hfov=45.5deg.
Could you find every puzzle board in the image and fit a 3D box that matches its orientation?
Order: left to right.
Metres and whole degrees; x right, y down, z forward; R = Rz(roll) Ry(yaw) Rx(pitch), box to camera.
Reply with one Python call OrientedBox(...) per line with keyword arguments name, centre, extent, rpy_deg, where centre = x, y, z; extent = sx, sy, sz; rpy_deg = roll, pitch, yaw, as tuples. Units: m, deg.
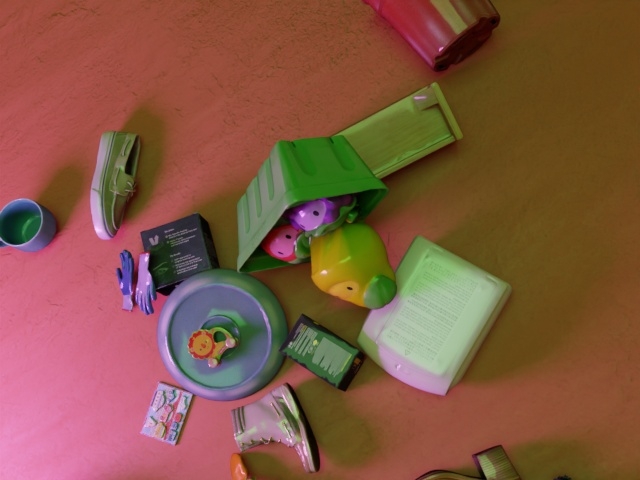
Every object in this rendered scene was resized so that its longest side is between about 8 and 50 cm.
OrientedBox(name="puzzle board", centre=(-0.370, 0.415, 1.832), extent=(0.096, 0.011, 0.128), rpy_deg=(15, 78, 14))

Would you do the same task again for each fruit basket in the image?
OrientedBox(name="fruit basket", centre=(0.000, 0.000, 1.671), extent=(0.283, 0.392, 0.392), rpy_deg=(-9, 70, -29))

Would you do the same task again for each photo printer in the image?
OrientedBox(name="photo printer", centre=(0.249, 0.177, 1.725), extent=(0.256, 0.107, 0.307), rpy_deg=(29, 83, 17))

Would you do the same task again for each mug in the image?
OrientedBox(name="mug", centre=(-0.768, -0.036, 1.984), extent=(0.158, 0.097, 0.129), rpy_deg=(4, 77, 13))

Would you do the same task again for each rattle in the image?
OrientedBox(name="rattle", centre=(-0.104, 0.562, 1.732), extent=(0.200, 0.143, 0.130), rpy_deg=(-2, 107, -5))

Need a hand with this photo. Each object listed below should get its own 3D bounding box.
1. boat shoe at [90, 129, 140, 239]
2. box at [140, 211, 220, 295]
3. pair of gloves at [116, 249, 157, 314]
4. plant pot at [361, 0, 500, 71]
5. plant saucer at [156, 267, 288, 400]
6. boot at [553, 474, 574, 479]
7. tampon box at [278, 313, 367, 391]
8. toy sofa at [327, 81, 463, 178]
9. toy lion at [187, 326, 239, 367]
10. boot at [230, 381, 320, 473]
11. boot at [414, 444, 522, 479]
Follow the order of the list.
OrientedBox(name="boat shoe", centre=(-0.524, -0.150, 1.965), extent=(0.094, 0.109, 0.302), rpy_deg=(-3, 72, 8))
OrientedBox(name="box", centre=(-0.343, 0.036, 1.885), extent=(0.156, 0.093, 0.158), rpy_deg=(-18, 74, 5))
OrientedBox(name="pair of gloves", centre=(-0.452, 0.101, 1.874), extent=(0.198, 0.023, 0.159), rpy_deg=(-1, 90, 51))
OrientedBox(name="plant pot", centre=(0.278, -0.574, 1.855), extent=(0.272, 0.272, 0.265), rpy_deg=(-34, 80, 0))
OrientedBox(name="plant saucer", centre=(-0.234, 0.225, 1.794), extent=(0.317, 0.044, 0.317), rpy_deg=(0, 92, 4))
OrientedBox(name="boot", centre=(0.559, 0.618, 1.552), extent=(0.246, 0.094, 0.207), rpy_deg=(28, 71, 2))
OrientedBox(name="tampon box", centre=(0.008, 0.257, 1.743), extent=(0.161, 0.120, 0.101), rpy_deg=(31, 83, 17))
OrientedBox(name="toy sofa", centre=(0.148, -0.235, 1.851), extent=(0.362, 0.177, 0.150), rpy_deg=(-27, 97, 3))
OrientedBox(name="toy lion", centre=(-0.253, 0.238, 1.761), extent=(0.096, 0.034, 0.100), rpy_deg=(42, 94, 10))
OrientedBox(name="boot", centre=(-0.104, 0.452, 1.737), extent=(0.165, 0.077, 0.213), rpy_deg=(-26, 67, 3))
OrientedBox(name="boot", centre=(0.308, 0.586, 1.619), extent=(0.283, 0.109, 0.220), rpy_deg=(-21, 76, -3))
